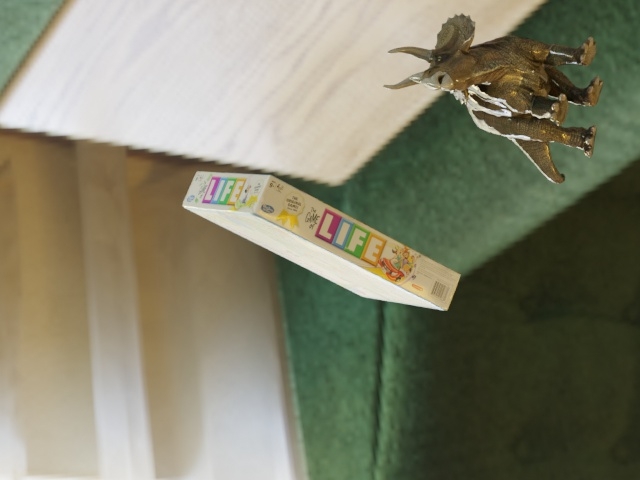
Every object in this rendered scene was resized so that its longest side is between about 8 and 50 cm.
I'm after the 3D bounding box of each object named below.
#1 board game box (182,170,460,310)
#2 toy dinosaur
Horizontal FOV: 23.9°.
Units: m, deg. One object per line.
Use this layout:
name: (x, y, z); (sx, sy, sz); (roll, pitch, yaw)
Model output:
board game box: (0.000, 0.000, 0.969); (0.154, 0.026, 0.103); (27, 170, -29)
toy dinosaur: (0.202, -0.155, 1.565); (0.160, 0.121, 0.313); (18, 175, 27)
